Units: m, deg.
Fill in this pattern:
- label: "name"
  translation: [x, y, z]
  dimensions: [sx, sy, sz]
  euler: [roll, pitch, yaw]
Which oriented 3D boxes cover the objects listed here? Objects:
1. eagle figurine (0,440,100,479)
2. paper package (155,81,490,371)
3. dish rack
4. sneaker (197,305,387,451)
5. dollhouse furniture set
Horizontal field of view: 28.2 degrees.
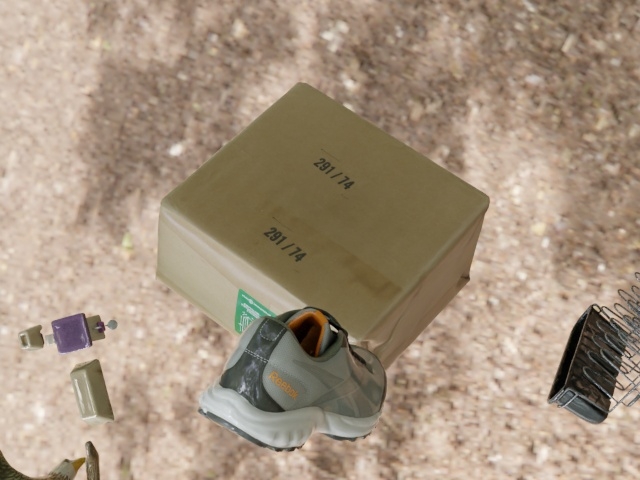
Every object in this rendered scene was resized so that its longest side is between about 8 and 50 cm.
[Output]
- label: "eagle figurine"
  translation: [-0.396, 0.339, 1.663]
  dimensions: [0.298, 0.225, 0.226]
  euler: [8, 87, 25]
- label: "paper package"
  translation: [0.000, 0.000, 1.622]
  dimensions: [0.324, 0.309, 0.168]
  euler: [34, 147, 20]
- label: "dish rack"
  translation: [0.381, 0.078, 1.450]
  dimensions: [0.074, 0.208, 0.271]
  euler: [38, 122, -1]
- label: "sneaker"
  translation: [0.000, 0.111, 1.101]
  dimensions: [0.100, 0.271, 0.108]
  euler: [27, 98, 21]
- label: "dollhouse furniture set"
  translation: [-0.242, 0.133, 1.311]
  dimensions: [0.091, 0.081, 0.114]
  euler: [-16, 87, 27]
